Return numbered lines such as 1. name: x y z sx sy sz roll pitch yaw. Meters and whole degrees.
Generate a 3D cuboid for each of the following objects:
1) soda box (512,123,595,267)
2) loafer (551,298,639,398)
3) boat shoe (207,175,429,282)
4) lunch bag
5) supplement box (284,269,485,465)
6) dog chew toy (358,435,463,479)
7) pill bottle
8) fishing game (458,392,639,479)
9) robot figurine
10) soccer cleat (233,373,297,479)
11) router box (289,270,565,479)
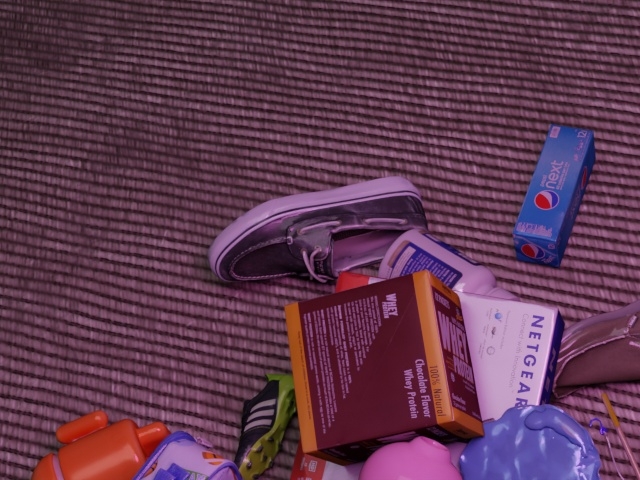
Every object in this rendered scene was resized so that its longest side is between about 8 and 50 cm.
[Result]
1. soda box: 0.346 -0.067 1.950 0.067 0.071 0.210 12 59 22
2. loafer: 0.405 0.144 1.769 0.251 0.094 0.087 -27 49 -6
3. boat shoe: 0.000 0.000 1.957 0.335 0.121 0.119 -19 48 -3
4. lunch bag: -0.207 0.388 1.655 0.115 0.243 0.303 27 66 28
5. supplement box: 0.079 0.161 1.637 0.194 0.129 0.191 -16 68 19
6. dog chew toy: 0.065 0.387 1.560 0.207 0.207 0.331 26 94 28
7. pill bottle: 0.183 0.071 1.867 0.187 0.112 0.112 33 68 31
8. fishing game: 0.253 0.291 1.604 0.264 0.041 0.189 -31 59 11
9. robot figurine: -0.298 0.323 1.799 0.219 0.158 0.128 -25 14 -4
10. soccer cleat: -0.084 0.260 1.838 0.072 0.060 0.179 8 51 31
11. router box: 0.137 0.229 1.725 0.301 0.082 0.335 8 75 20
